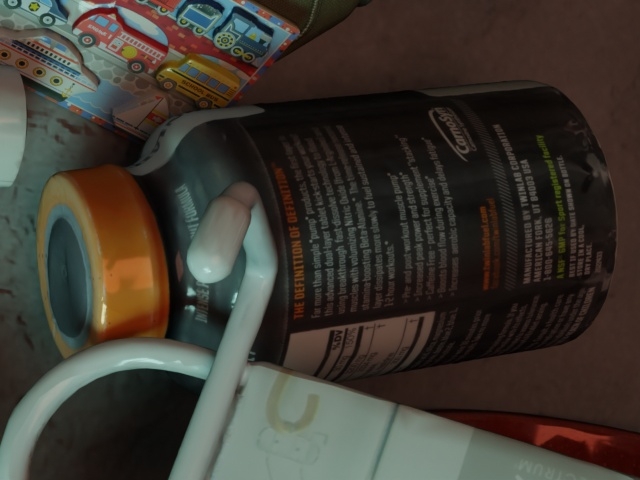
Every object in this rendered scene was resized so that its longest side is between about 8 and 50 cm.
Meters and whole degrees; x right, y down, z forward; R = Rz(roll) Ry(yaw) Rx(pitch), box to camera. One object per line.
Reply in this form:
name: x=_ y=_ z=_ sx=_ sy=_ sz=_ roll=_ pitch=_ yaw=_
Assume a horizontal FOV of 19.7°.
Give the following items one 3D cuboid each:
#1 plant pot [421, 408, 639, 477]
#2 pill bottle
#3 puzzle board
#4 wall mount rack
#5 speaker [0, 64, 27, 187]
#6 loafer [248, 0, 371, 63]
plant pot: x=0.120 y=0.246 z=0.856 sx=0.272 sy=0.272 sz=0.265 roll=6 pitch=100 yaw=-27
pill bottle: x=0.000 y=0.000 z=0.829 sx=0.246 sy=0.130 sz=0.130 roll=-7 pitch=98 yaw=-26
puzzle board: x=-0.088 y=-0.089 z=0.808 sx=0.128 sy=0.011 sz=0.096 roll=27 pitch=126 yaw=-26
wall mount rack: x=0.017 y=0.149 z=0.637 sx=0.350 sy=0.130 sz=0.304 roll=16 pitch=71 yaw=12
speaker: x=-0.193 y=-0.051 z=0.769 sx=0.136 sy=0.055 sz=0.055 roll=1 pitch=95 yaw=-27
loafer: x=-0.072 y=-0.168 z=0.796 sx=0.251 sy=0.094 sz=0.087 roll=42 pitch=76 yaw=-26
